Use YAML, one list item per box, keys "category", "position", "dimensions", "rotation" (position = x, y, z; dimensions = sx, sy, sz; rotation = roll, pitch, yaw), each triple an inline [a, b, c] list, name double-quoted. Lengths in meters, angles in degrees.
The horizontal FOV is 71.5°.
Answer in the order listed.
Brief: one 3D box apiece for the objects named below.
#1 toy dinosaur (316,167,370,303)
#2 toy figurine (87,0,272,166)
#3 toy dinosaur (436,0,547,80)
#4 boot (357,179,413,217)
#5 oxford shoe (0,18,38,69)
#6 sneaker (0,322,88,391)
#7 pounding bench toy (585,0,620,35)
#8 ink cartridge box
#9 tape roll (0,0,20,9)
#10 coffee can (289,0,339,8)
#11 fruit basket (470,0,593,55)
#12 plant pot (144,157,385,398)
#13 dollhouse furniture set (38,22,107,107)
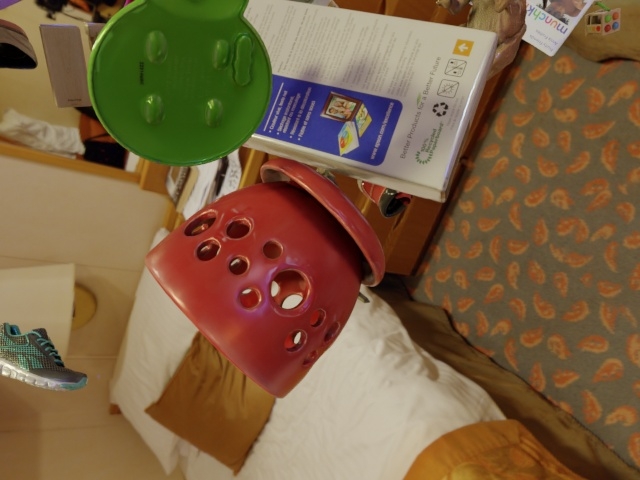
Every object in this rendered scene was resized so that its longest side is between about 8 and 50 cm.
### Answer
- category: "toy dinosaur"
  position: [0.000, 0.000, 0.826]
  dimensions: [0.118, 0.064, 0.268]
  rotation: [-13, 95, 24]
- category: "toy figurine"
  position: [-0.121, -0.175, 0.357]
  dimensions: [0.159, 0.130, 0.173]
  rotation: [59, 144, 39]
- category: "toy dinosaur"
  position: [0.272, -0.334, 0.671]
  dimensions: [0.127, 0.200, 0.296]
  rotation: [43, 144, 28]
- category: "boot"
  position: [0.188, -0.176, 0.988]
  dimensions: [0.244, 0.088, 0.176]
  rotation: [-61, 30, 21]
- category: "oxford shoe"
  position: [-0.891, -0.502, 1.102]
  dimensions: [0.130, 0.348, 0.123]
  rotation: [49, 124, 16]
- category: "sneaker"
  position: [-0.408, 0.165, 0.638]
  dimensions: [0.065, 0.166, 0.076]
  rotation: [98, -171, -67]
- category: "pounding bench toy"
  position: [0.716, -0.568, 1.125]
  dimensions: [0.065, 0.052, 0.083]
  rotation: [-122, 13, -63]
- category: "ink cartridge box"
  position: [-0.005, -0.181, 0.527]
  dimensions: [0.371, 0.069, 0.176]
  rotation: [19, 86, 17]
- category: "tape roll"
  position: [-0.524, -0.377, 0.629]
  dimensions: [0.275, 0.274, 0.090]
  rotation: [57, 168, 45]
- category: "coffee can"
  position: [-0.051, -0.564, 1.158]
  dimensions: [0.201, 0.275, 0.201]
  rotation: [-37, 28, 23]
- category: "fruit basket"
  position: [0.471, -0.632, 0.946]
  dimensions: [0.353, 0.327, 0.165]
  rotation: [-54, -4, 1]
- category: "plant pot"
  position: [-0.045, 0.029, 0.449]
  dimensions: [0.174, 0.191, 0.191]
  rotation: [-44, 33, -14]
- category: "dollhouse furniture set"
  position: [-0.373, -0.286, 0.742]
  dimensions: [0.123, 0.151, 0.144]
  rotation: [38, 133, 43]
